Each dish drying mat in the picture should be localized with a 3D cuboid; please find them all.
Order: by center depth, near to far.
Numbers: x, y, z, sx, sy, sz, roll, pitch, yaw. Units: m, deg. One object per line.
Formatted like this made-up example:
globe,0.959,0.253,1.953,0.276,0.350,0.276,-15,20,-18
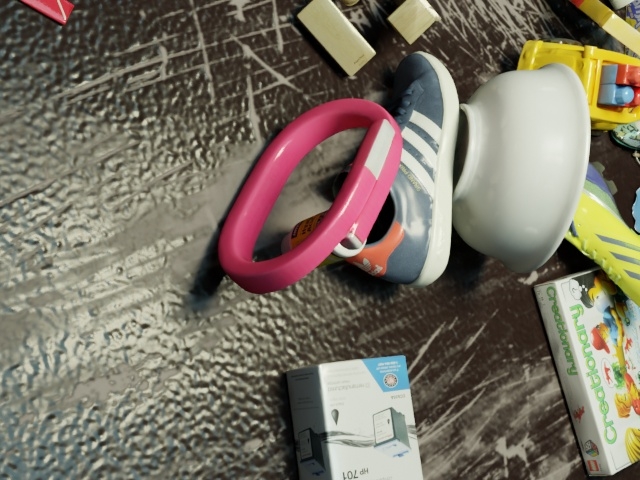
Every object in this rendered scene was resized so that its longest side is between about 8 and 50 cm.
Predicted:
dish drying mat,-0.330,-0.284,1.027,0.083,0.008,0.032,29,64,-25

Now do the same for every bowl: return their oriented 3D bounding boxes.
bowl,0.242,-0.109,1.231,0.134,0.298,0.297,8,72,-11

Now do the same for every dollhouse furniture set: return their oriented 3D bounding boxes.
dollhouse furniture set,0.059,-0.325,1.293,0.151,0.123,0.144,-43,106,2

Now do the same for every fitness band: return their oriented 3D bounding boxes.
fitness band,-0.012,-0.059,1.062,0.054,0.209,0.290,47,55,-33

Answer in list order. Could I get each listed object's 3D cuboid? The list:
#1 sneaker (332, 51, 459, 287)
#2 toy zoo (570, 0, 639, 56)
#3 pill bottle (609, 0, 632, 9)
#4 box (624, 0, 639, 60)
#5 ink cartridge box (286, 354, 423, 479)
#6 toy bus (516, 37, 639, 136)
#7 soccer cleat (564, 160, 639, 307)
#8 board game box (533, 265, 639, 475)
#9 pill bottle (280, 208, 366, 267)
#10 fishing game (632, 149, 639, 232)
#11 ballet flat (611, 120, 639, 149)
sneaker,0.095,-0.114,1.204,0.148,0.131,0.350,11,65,-20
toy zoo,0.504,-0.361,1.496,0.192,0.030,0.293,26,25,-26
pill bottle,0.541,-0.504,1.640,0.078,0.078,0.137,-42,103,-35
box,0.618,-0.401,1.676,0.054,0.059,0.168,22,66,-30
ink cartridge box,0.045,0.246,1.098,0.140,0.082,0.190,-1,77,-35
toy bus,0.453,-0.243,1.410,0.220,0.211,0.149,2,95,-36
soccer cleat,0.446,0.002,1.402,0.121,0.093,0.289,-19,66,-13
board game box,0.459,0.197,1.411,0.193,0.053,0.305,-13,85,-36
pill bottle,0.000,0.000,1.110,0.065,0.116,0.065,10,71,-32
fishing game,0.643,-0.030,1.608,0.189,0.041,0.264,11,72,-29
ballet flat,0.609,-0.197,1.611,0.188,0.070,0.070,5,75,-35
